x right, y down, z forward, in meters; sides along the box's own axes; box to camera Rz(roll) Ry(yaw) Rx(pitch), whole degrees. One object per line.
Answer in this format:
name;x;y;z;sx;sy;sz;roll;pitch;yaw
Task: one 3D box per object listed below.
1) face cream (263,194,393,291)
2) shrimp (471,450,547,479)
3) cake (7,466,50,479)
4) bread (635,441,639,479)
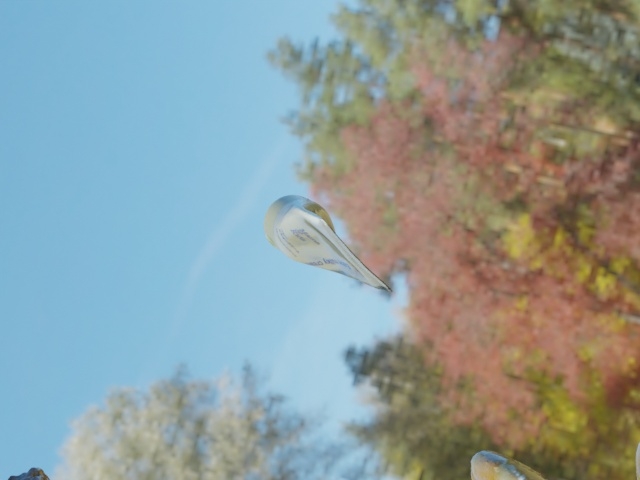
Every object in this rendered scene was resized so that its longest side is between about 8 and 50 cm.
face cream;0.000;0.000;1.576;0.070;0.114;0.224;-47;22;-5
shrimp;0.215;0.260;1.116;0.061;0.145;0.267;-44;-69;-18
cake;-0.361;0.386;1.407;0.196;0.293;0.199;-117;3;-70
bread;0.435;0.242;1.491;0.213;0.213;0.105;86;-164;-50
